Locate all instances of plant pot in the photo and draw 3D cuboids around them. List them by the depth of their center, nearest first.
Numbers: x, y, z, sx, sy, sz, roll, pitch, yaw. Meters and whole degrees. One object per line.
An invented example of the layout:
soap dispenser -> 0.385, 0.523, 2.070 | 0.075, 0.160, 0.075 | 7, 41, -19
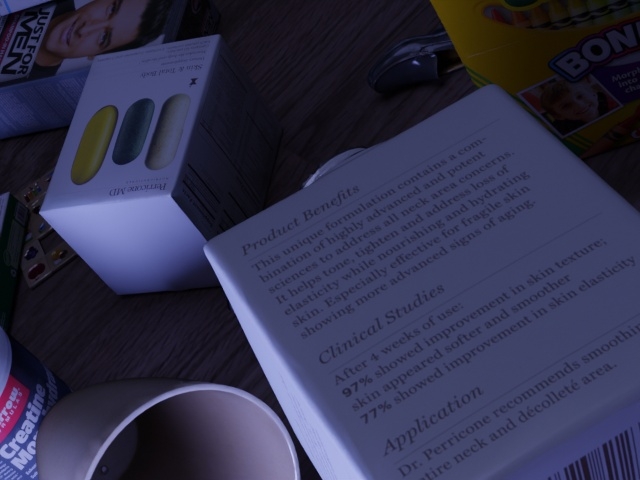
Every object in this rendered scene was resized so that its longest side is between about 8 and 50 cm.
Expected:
plant pot -> -0.203, 0.254, 1.449 | 0.256, 0.256, 0.274 | -54, 31, -16

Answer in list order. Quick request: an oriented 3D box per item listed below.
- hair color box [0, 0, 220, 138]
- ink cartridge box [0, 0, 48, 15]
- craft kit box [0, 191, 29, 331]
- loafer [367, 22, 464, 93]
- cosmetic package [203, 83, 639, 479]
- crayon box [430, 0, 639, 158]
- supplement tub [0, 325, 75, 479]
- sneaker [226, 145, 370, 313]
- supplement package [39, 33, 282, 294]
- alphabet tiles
hair color box -> -0.355, -0.284, 2.036 | 0.375, 0.113, 0.185 | -8, 52, 25
ink cartridge box -> -0.427, -0.430, 2.056 | 0.209, 0.109, 0.062 | -14, 23, 10
craft kit box -> -0.548, 0.071, 1.907 | 0.247, 0.061, 0.249 | -19, 48, 23
loafer -> 0.142, -0.236, 1.736 | 0.170, 0.062, 0.061 | -29, 50, 10
cosmetic package -> 0.153, 0.135, 1.211 | 0.329, 0.327, 0.393 | -29, 45, -8
crayon box -> 0.336, -0.252, 1.451 | 0.363, 0.313, 0.106 | -19, 48, 18
supplement tub -> -0.411, 0.200, 1.570 | 0.191, 0.272, 0.191 | -16, 49, 20
sneaker -> 0.000, 0.000, 1.622 | 0.108, 0.100, 0.271 | 29, 69, 17
supplement package -> -0.199, -0.095, 1.728 | 0.199, 0.198, 0.262 | -6, 53, 25
alphabet tiles -> -0.350, -0.058, 1.927 | 0.237, 0.009, 0.198 | -35, 45, 1
